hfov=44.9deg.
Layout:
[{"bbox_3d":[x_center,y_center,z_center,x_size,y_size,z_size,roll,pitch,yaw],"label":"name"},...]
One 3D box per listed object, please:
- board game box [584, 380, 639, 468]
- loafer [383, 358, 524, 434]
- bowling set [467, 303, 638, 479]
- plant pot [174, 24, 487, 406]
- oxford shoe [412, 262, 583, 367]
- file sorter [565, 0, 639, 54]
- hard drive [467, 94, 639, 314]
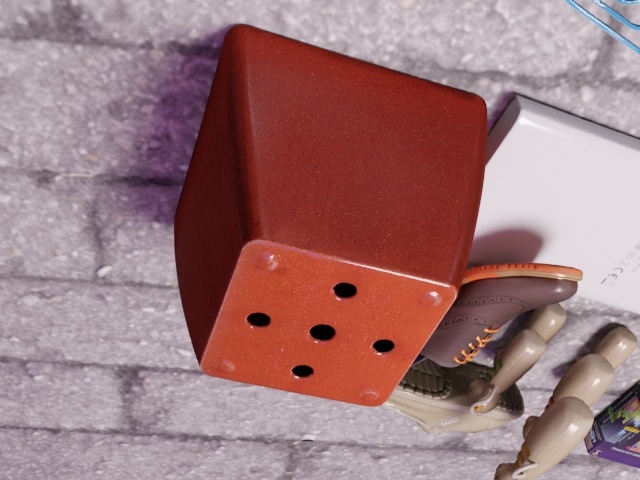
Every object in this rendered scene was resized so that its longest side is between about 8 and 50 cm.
[{"bbox_3d":[0.494,0.277,1.126,0.170,0.048,0.141,18,130,-16],"label":"board game box"},{"bbox_3d":[0.142,0.205,1.022,0.269,0.102,0.092,19,124,-18],"label":"loafer"},{"bbox_3d":[0.248,0.158,0.957,0.200,0.287,0.154,42,124,19],"label":"bowling set"},{"bbox_3d":[0.000,0.000,0.737,0.268,0.235,0.267,14,131,-12],"label":"plant pot"},{"bbox_3d":[0.172,0.089,0.862,0.097,0.098,0.271,9,158,-38],"label":"oxford shoe"},{"bbox_3d":[0.230,-0.233,0.565,0.118,0.170,0.104,26,132,-22],"label":"file sorter"},{"bbox_3d":[0.296,-0.024,0.847,0.308,0.040,0.203,16,131,-15],"label":"hard drive"}]
